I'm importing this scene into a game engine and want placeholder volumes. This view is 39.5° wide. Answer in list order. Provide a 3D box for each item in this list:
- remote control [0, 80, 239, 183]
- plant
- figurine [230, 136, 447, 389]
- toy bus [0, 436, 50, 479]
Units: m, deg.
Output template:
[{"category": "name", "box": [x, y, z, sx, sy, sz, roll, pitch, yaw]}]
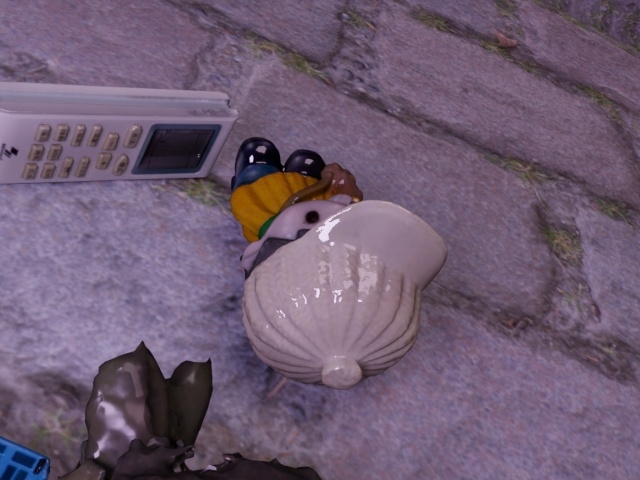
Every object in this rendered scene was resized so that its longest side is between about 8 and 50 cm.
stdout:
[{"category": "remote control", "box": [-0.229, -0.113, 0.972, 0.277, 0.103, 0.056, -4, 52, -38]}, {"category": "plant", "box": [-0.098, 0.227, 0.574, 0.213, 0.215, 0.312, -2, 41, -41]}, {"category": "figurine", "box": [-0.011, 0.023, 0.946, 0.185, 0.205, 0.332, 10, 13, -24]}, {"category": "toy bus", "box": [-0.283, 0.170, 0.615, 0.184, 0.090, 0.106, 26, 35, -7]}]
